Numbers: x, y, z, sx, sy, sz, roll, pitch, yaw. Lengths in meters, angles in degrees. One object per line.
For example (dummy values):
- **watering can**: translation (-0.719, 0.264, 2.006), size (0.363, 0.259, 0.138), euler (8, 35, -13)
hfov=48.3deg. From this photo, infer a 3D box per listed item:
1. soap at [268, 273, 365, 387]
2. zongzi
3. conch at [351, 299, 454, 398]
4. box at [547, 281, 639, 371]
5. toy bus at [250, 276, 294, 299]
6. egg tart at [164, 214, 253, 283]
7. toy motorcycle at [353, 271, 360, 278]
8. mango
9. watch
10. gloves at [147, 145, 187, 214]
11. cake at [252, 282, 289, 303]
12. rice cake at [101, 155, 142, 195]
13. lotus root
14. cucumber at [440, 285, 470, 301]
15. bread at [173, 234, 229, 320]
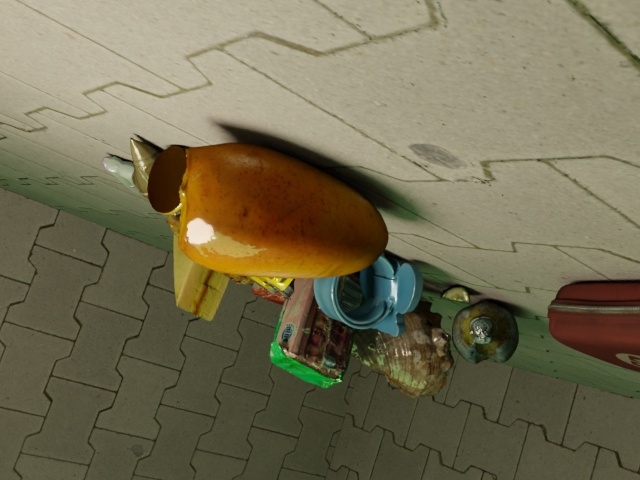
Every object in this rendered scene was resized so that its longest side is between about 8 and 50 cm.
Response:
- **soap**: translation (0.008, 0.174, 1.591), size (0.218, 0.273, 0.098), euler (32, 147, -25)
- **zongzi**: translation (-0.330, -0.144, 1.316), size (0.189, 0.081, 0.178), euler (29, 160, 47)
- **conch**: translation (0.194, 0.224, 1.776), size (0.352, 0.210, 0.297), euler (38, -168, -28)
- **box**: translation (0.529, 0.142, 1.083), size (0.263, 0.108, 0.404), euler (20, 170, -13)
- **toy bus**: translation (-0.100, 0.021, 1.510), size (0.152, 0.144, 0.330), euler (38, 170, -8)
- **egg tart**: translation (-0.263, -0.003, 1.831), size (0.297, 0.132, 0.297), euler (32, 167, 8)
- **toy motorcycle**: translation (0.096, 0.098, 1.822), size (0.114, 0.076, 0.205), euler (17, 167, -22)
- **mango**: translation (-0.046, -0.023, 1.036), size (0.350, 0.201, 0.199), euler (14, -157, -27)
- **watch**: translation (0.089, 0.107, 1.515), size (0.193, 0.211, 0.211), euler (3, 179, -28)
- **gloves**: translation (-0.154, -0.075, 1.283), size (0.294, 0.116, 0.133), euler (15, -156, -46)
- **cake**: translation (-0.027, 0.112, 1.901), size (0.262, 0.158, 0.159), euler (20, 172, -19)
- **rice cake**: translation (-0.402, -0.131, 1.555), size (0.080, 0.042, 0.222), euler (16, 172, 6)
- **lotus root**: translation (0.389, 0.208, 1.693), size (0.158, 0.140, 0.322), euler (-1, 160, 15)
- **cucumber**: translation (0.311, 0.123, 1.655), size (0.067, 0.035, 0.107), euler (7, 176, 3)
- **bread**: translation (-0.373, 0.085, 2.113), size (0.163, 0.264, 0.167), euler (8, 161, 42)
